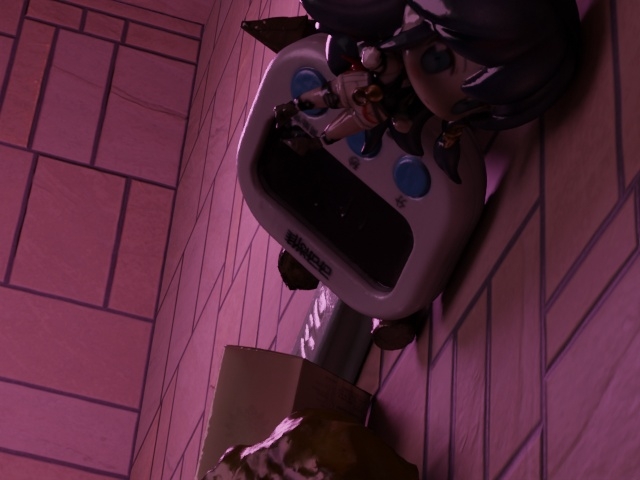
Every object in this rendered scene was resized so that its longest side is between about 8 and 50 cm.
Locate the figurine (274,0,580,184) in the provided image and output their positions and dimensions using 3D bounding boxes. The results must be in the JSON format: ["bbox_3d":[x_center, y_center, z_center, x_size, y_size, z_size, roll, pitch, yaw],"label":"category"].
[{"bbox_3d":[0.095,-0.169,1.570,0.175,0.265,0.197,35,-119,-61],"label":"figurine"}]

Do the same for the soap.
[{"bbox_3d":[0.012,0.117,2.067,0.114,0.063,0.198,-98,24,-59],"label":"soap"}]

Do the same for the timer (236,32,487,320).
[{"bbox_3d":[0.039,-0.065,1.765,0.087,0.262,0.237,-28,-28,-42],"label":"timer"}]

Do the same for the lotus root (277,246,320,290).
[{"bbox_3d":[0.000,0.000,2.234,0.089,0.080,0.179,-78,15,-46],"label":"lotus root"}]

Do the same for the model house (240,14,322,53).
[{"bbox_3d":[0.039,-0.186,1.841,0.176,0.248,0.181,-154,77,-79],"label":"model house"}]

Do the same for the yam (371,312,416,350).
[{"bbox_3d":[0.073,0.026,1.906,0.241,0.056,0.057,-88,17,-52],"label":"yam"}]

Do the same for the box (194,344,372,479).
[{"bbox_3d":[-0.036,0.213,1.855,0.212,0.095,0.168,37,-119,-64],"label":"box"}]

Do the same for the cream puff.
[{"bbox_3d":[0.008,0.292,1.632,0.282,0.185,0.282,-5,83,38],"label":"cream puff"}]
